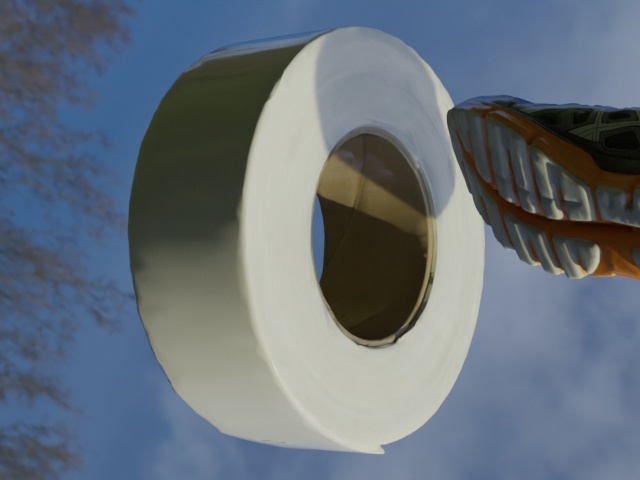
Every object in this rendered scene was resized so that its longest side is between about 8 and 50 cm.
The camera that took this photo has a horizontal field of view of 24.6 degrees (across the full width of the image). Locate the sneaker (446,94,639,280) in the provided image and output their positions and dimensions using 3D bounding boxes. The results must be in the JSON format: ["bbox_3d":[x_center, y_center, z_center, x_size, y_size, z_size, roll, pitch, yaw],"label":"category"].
[{"bbox_3d":[0.146,-0.029,0.689,0.083,0.084,0.215,-38,-141,-25],"label":"sneaker"}]

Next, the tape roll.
[{"bbox_3d":[0.000,0.000,1.004,0.100,0.286,0.286,-2,-124,36],"label":"tape roll"}]
